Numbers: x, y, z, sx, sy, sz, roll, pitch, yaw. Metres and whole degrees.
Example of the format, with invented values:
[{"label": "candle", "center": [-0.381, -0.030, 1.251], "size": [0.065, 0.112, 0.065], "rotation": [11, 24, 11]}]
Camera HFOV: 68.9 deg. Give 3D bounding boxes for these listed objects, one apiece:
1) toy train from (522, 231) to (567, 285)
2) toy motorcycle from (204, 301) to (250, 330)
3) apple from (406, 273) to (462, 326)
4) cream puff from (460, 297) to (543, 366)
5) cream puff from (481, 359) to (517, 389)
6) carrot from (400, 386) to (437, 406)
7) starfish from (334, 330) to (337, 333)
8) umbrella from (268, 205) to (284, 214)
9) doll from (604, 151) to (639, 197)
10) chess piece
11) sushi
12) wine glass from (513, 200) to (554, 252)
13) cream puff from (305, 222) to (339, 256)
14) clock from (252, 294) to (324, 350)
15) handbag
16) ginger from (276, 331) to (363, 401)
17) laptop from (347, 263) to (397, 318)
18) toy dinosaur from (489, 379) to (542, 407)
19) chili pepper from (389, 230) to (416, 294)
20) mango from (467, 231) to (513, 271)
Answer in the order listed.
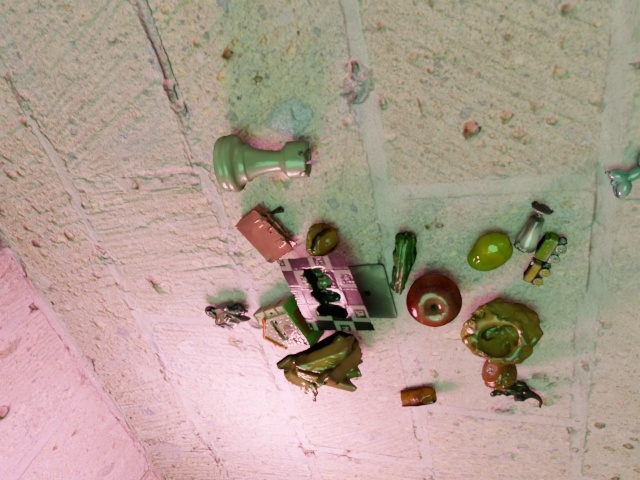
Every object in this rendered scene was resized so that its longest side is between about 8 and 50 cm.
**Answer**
[{"label": "toy train", "center": [0.721, 0.062, 1.511], "size": [0.081, 0.060, 0.202], "rotation": [24, 129, 12]}, {"label": "toy motorcycle", "center": [-0.417, 0.351, 2.127], "size": [0.225, 0.073, 0.152], "rotation": [-9, 121, 27]}, {"label": "apple", "center": [0.404, 0.209, 1.674], "size": [0.201, 0.162, 0.201], "rotation": [5, 115, 10]}, {"label": "cream puff", "center": [0.642, 0.343, 1.660], "size": [0.281, 0.185, 0.282], "rotation": [9, 129, 11]}, {"label": "cream puff", "center": [0.695, 0.511, 1.797], "size": [0.103, 0.126, 0.144], "rotation": [20, 139, -14]}, {"label": "carrot", "center": [0.423, 0.687, 2.048], "size": [0.173, 0.082, 0.082], "rotation": [-20, 115, 29]}, {"label": "starfish", "center": [0.065, 0.315, 1.936], "size": [0.208, 0.053, 0.176], "rotation": [-33, 100, 34]}, {"label": "umbrella", "center": [-0.165, -0.109, 1.744], "size": [0.083, 0.020, 0.031], "rotation": [-21, 148, 32]}, {"label": "doll", "center": [0.877, -0.179, 1.282], "size": [0.159, 0.059, 0.158], "rotation": [25, 128, 0]}, {"label": "chess piece", "center": [-0.185, -0.262, 1.549], "size": [0.299, 0.194, 0.195], "rotation": [-2, 123, 11]}, {"label": "sushi", "center": [0.036, 0.180, 1.796], "size": [0.296, 0.100, 0.373], "rotation": [-6, 123, 31]}, {"label": "wine glass", "center": [0.662, -0.040, 1.455], "size": [0.072, 0.072, 0.155], "rotation": [15, 127, 10]}, {"label": "cream puff", "center": [0.000, 0.000, 1.699], "size": [0.104, 0.133, 0.119], "rotation": [36, 179, 45]}, {"label": "clock", "center": [-0.149, 0.362, 2.010], "size": [0.255, 0.106, 0.220], "rotation": [-23, 105, 43]}, {"label": "handbag", "center": [-0.209, -0.023, 1.784], "size": [0.212, 0.059, 0.157], "rotation": [47, 133, -15]}, {"label": "ginger", "center": [0.025, 0.555, 1.912], "size": [0.358, 0.211, 0.413], "rotation": [-18, 143, -10]}, {"label": "laptop", "center": [0.187, 0.204, 1.835], "size": [0.187, 0.015, 0.269], "rotation": [-5, 122, 23]}, {"label": "toy dinosaur", "center": [0.798, 0.615, 1.901], "size": [0.187, 0.087, 0.179], "rotation": [3, 163, 36]}, {"label": "chili pepper", "center": [0.291, 0.083, 1.658], "size": [0.083, 0.099, 0.253], "rotation": [7, 126, 4]}, {"label": "mango", "center": [0.563, 0.040, 1.542], "size": [0.117, 0.089, 0.163], "rotation": [17, 140, -1]}]
